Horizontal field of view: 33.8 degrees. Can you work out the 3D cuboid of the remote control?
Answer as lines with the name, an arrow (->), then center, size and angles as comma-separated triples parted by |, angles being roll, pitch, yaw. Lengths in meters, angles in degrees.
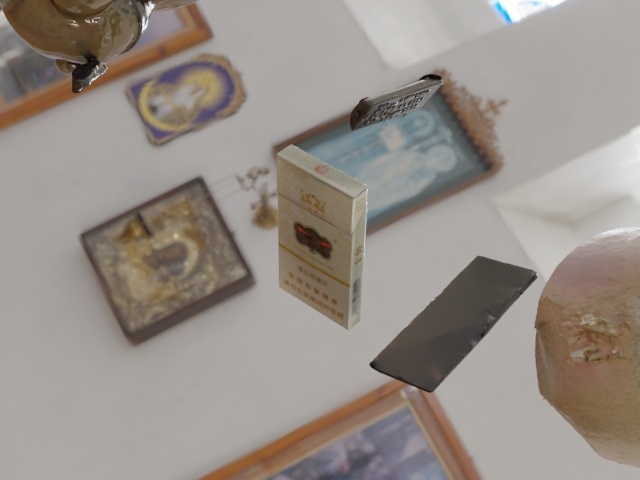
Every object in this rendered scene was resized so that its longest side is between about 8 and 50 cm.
remote control -> 0.051, -0.098, 0.738 | 0.016, 0.091, 0.034 | 52, -50, 11

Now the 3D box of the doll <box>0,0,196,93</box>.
doll -> -0.196, -0.275, 1.030 | 0.235, 0.330, 0.174 | 14, -49, 16

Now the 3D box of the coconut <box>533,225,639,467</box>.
coconut -> 0.283, 0.091, 0.872 | 0.234, 0.224, 0.224 | -2, -63, 56

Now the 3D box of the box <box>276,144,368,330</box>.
box -> 0.000, 0.000, 0.960 | 0.090, 0.024, 0.167 | 30, -39, 28

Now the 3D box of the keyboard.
keyboard -> 0.132, 0.077, 1.015 | 0.074, 0.196, 0.015 | 14, -50, 38
